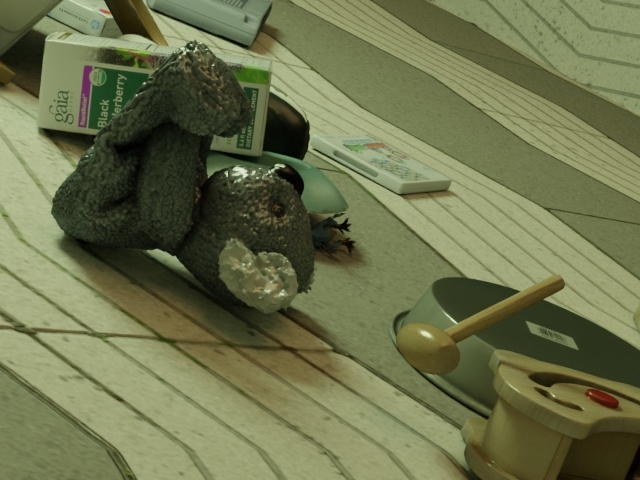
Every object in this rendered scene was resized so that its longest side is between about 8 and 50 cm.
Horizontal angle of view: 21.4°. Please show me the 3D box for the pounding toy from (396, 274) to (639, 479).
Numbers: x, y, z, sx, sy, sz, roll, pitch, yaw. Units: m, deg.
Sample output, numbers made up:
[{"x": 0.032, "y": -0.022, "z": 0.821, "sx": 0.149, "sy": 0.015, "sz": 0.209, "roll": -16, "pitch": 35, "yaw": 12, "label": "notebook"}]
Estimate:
[{"x": 0.203, "y": 0.124, "z": 1.342, "sx": 0.269, "sy": 0.155, "sz": 0.154, "roll": 17, "pitch": 12, "yaw": -22, "label": "pounding toy"}]

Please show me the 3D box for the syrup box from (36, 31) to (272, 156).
[{"x": -0.172, "y": -0.155, "z": 1.777, "sx": 0.236, "sy": 0.093, "sz": 0.096, "roll": 7, "pitch": 13, "yaw": -2, "label": "syrup box"}]

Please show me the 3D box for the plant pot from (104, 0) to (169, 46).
[{"x": -0.223, "y": -0.261, "z": 2.082, "sx": 0.236, "sy": 0.032, "sz": 0.236, "roll": 60, "pitch": 1, "yaw": -2, "label": "plant pot"}]

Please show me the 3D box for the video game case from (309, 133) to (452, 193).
[{"x": 0.080, "y": -0.101, "z": 2.206, "sx": 0.143, "sy": 0.019, "sz": 0.157, "roll": 29, "pitch": 16, "yaw": 23, "label": "video game case"}]

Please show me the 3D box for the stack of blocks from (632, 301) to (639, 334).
[{"x": 0.452, "y": 0.122, "z": 1.841, "sx": 0.171, "sy": 0.087, "sz": 0.297, "roll": 22, "pitch": 15, "yaw": -4, "label": "stack of blocks"}]

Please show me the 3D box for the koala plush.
[{"x": -0.094, "y": -0.025, "z": 1.467, "sx": 0.221, "sy": 0.203, "sz": 0.196, "roll": 44, "pitch": 3, "yaw": -1, "label": "koala plush"}]

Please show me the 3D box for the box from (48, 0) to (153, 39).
[{"x": -0.345, "y": -0.332, "z": 2.353, "sx": 0.186, "sy": 0.038, "sz": 0.145, "roll": 26, "pitch": 16, "yaw": 14, "label": "box"}]

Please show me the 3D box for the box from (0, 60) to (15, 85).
[{"x": -0.436, "y": -0.245, "z": 1.816, "sx": 0.164, "sy": 0.021, "sz": 0.201, "roll": 38, "pitch": 2, "yaw": 31, "label": "box"}]

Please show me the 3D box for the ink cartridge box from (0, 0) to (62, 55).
[{"x": -0.372, "y": -0.386, "z": 2.000, "sx": 0.198, "sy": 0.197, "sz": 0.270, "roll": 45, "pitch": 19, "yaw": -24, "label": "ink cartridge box"}]

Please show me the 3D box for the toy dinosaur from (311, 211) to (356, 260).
[{"x": 0.000, "y": 0.000, "z": 1.747, "sx": 0.082, "sy": 0.047, "sz": 0.090, "roll": -2, "pitch": -6, "yaw": -39, "label": "toy dinosaur"}]

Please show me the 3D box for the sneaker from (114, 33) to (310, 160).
[{"x": -0.154, "y": -0.136, "z": 1.881, "sx": 0.283, "sy": 0.107, "sz": 0.124, "roll": 22, "pitch": 25, "yaw": 20, "label": "sneaker"}]

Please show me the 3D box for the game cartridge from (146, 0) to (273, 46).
[{"x": -0.183, "y": -0.389, "z": 2.759, "sx": 0.196, "sy": 0.060, "sz": 0.294, "roll": 25, "pitch": 15, "yaw": -3, "label": "game cartridge"}]

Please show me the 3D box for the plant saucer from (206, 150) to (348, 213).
[{"x": -0.062, "y": -0.069, "z": 1.783, "sx": 0.195, "sy": 0.037, "sz": 0.195, "roll": 10, "pitch": 10, "yaw": -2, "label": "plant saucer"}]

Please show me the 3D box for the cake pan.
[{"x": 0.208, "y": 0.114, "z": 1.585, "sx": 0.293, "sy": 0.054, "sz": 0.293, "roll": 21, "pitch": 15, "yaw": -6, "label": "cake pan"}]
